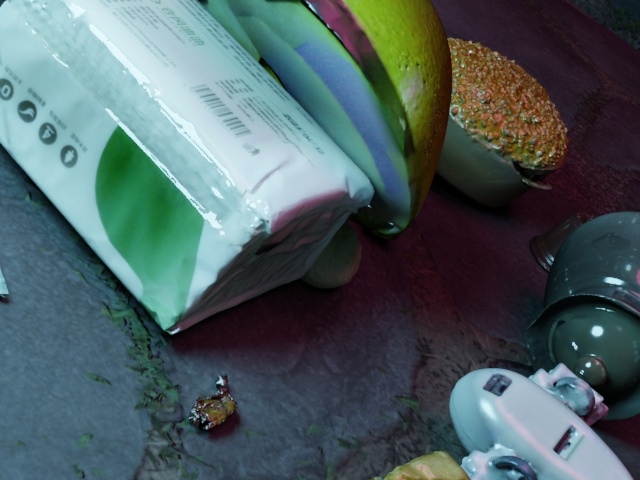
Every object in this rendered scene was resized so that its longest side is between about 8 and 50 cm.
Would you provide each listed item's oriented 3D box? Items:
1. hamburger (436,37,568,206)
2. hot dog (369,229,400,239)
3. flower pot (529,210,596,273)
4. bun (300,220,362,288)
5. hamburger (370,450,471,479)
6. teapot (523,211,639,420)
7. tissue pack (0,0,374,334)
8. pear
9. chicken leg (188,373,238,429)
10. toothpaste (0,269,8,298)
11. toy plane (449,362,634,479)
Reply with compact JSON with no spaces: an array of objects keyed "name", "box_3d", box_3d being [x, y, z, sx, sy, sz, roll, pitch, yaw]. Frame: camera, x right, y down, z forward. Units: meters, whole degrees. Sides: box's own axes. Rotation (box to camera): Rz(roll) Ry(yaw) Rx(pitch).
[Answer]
[{"name":"hamburger","box_3d":[0.249,-0.194,1.761,0.302,0.170,0.302,35,27,-21]},{"name":"hot dog","box_3d":[0.094,-0.099,1.574,0.068,0.083,0.289,14,33,-5]},{"name":"flower pot","box_3d":[0.392,0.005,1.746,0.111,0.089,0.111,28,31,-19]},{"name":"bun","box_3d":[0.000,0.000,1.329,0.115,0.069,0.115,28,31,-18]},{"name":"hamburger","box_3d":[0.084,0.304,0.911,0.245,0.155,0.282,34,33,-2]},{"name":"teapot","box_3d":[0.409,0.136,1.471,0.305,0.223,0.285,42,37,5]},{"name":"tissue pack","box_3d":[-0.152,-0.103,1.172,0.356,0.194,0.266,47,26,12]},{"name":"pear","box_3d":[0.022,-0.208,1.275,0.165,0.399,0.399,-40,76,-18]},{"name":"chicken leg","box_3d":[-0.096,0.153,1.054,0.036,0.021,0.083,31,28,6]},{"name":"toothpaste","box_3d":[-0.359,0.007,0.950,0.205,0.036,0.056,17,36,-41]},{"name":"toy plane","box_3d":[0.245,0.244,1.210,0.266,0.123,0.267,15,50,-19]}]
